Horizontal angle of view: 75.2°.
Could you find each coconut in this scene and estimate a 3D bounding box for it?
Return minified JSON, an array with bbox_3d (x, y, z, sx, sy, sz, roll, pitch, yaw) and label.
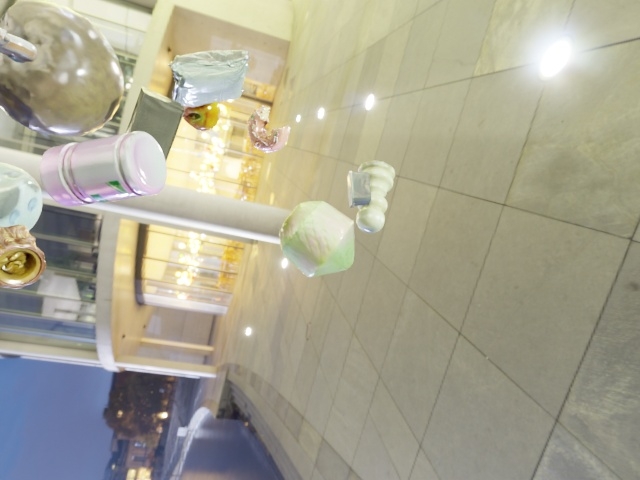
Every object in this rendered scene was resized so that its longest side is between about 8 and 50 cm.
[{"bbox_3d":[0.000,0.000,1.219,0.204,0.236,0.236,118,163,-85],"label":"coconut"}]

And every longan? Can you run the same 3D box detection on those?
[{"bbox_3d":[-0.918,-0.586,1.468,0.404,0.404,0.436,159,118,-74],"label":"longan"}]

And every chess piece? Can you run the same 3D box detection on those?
[{"bbox_3d":[0.190,-0.148,1.519,0.144,0.144,0.251,132,152,-63],"label":"chess piece"}]

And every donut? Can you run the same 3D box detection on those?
[{"bbox_3d":[-0.274,-0.543,2.064,0.199,0.233,0.085,-52,-14,22],"label":"donut"}]

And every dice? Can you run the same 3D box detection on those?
[{"bbox_3d":[-1.429,-0.172,1.823,0.262,0.268,0.264,-74,3,-55],"label":"dice"}]

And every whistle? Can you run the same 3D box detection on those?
[{"bbox_3d":[-0.843,-0.529,1.103,0.220,0.107,0.057,-164,88,-85],"label":"whistle"}]

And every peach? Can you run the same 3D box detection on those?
[{"bbox_3d":[-0.554,-0.619,1.948,0.197,0.197,0.197,-168,90,-76],"label":"peach"}]

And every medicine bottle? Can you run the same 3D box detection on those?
[{"bbox_3d":[-0.702,-0.230,1.364,0.212,0.325,0.212,-7,-90,-79],"label":"medicine bottle"}]

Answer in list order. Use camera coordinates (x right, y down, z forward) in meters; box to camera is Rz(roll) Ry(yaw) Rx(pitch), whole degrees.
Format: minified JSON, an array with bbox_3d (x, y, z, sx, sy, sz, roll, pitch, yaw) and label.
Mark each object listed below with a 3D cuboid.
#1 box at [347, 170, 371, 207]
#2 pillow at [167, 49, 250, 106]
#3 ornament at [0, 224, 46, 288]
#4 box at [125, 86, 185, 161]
[{"bbox_3d":[0.131,-0.175,1.415,0.084,0.069,0.122,112,154,-79],"label":"box"},{"bbox_3d":[-0.440,-0.634,1.649,0.283,0.310,0.138,138,117,-72],"label":"pillow"},{"bbox_3d":[-1.174,0.063,1.588,0.218,0.235,0.221,22,70,39],"label":"ornament"},{"bbox_3d":[-0.620,-0.421,1.538,0.231,0.149,0.155,-62,35,16],"label":"box"}]
